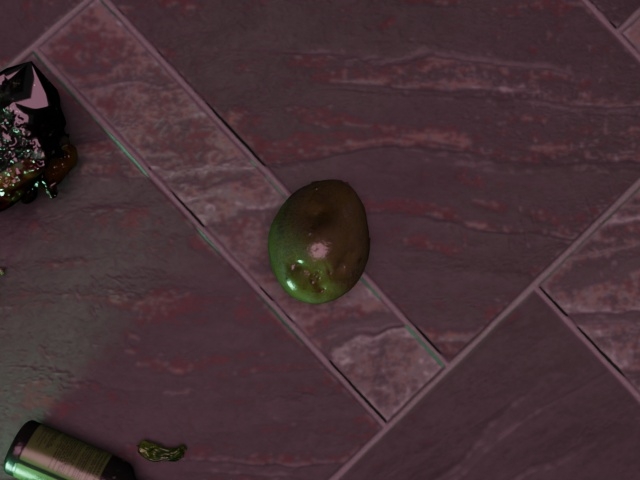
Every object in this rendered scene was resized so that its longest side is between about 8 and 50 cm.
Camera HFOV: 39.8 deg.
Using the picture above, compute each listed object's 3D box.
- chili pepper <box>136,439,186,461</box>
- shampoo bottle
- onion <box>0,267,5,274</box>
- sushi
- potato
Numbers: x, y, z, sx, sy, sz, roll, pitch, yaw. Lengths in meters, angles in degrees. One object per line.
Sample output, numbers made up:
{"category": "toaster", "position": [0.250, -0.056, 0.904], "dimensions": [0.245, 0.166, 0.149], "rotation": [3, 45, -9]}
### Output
{"category": "chili pepper", "position": [-0.291, 0.385, 1.612], "dimensions": [0.091, 0.030, 0.034], "rotation": [10, 60, -5]}
{"category": "shampoo bottle", "position": [-0.410, 0.418, 1.565], "dimensions": [0.284, 0.101, 0.101], "rotation": [24, 84, -1]}
{"category": "onion", "position": [-0.631, 0.058, 1.581], "dimensions": [0.140, 0.150, 0.150], "rotation": [-16, 86, -34]}
{"category": "sushi", "position": [-0.546, -0.160, 1.547], "dimensions": [0.227, 0.215, 0.212], "rotation": [-26, 88, -6]}
{"category": "potato", "position": [0.000, 0.000, 1.602], "dimensions": [0.178, 0.160, 0.235], "rotation": [32, 73, -25]}
